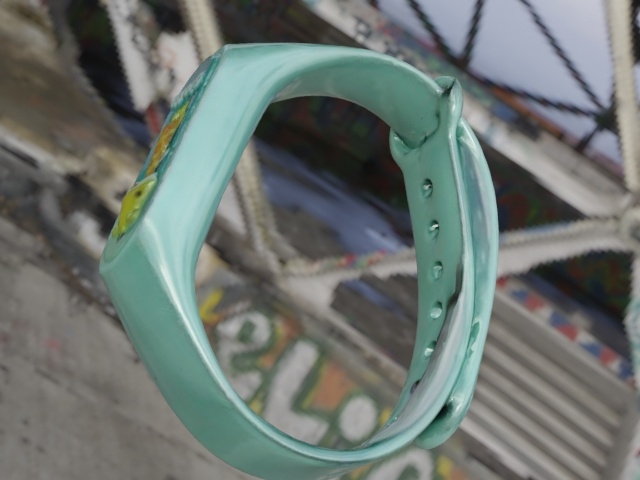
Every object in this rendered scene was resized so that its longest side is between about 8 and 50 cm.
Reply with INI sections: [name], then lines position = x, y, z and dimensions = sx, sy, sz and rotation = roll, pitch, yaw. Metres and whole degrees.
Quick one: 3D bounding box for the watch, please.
[watch]
position = 0.000, 0.000, 0.787
dimensions = 0.195, 0.237, 0.068
rotation = 31, -33, -16
